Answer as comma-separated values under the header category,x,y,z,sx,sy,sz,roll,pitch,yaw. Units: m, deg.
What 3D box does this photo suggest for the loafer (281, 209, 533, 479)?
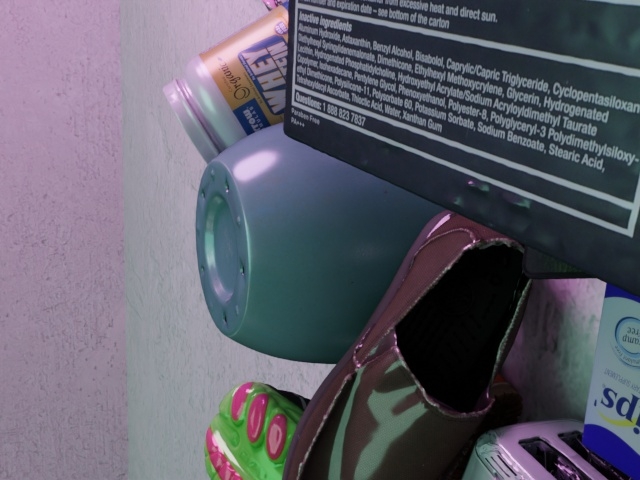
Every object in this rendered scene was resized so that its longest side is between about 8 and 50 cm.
category,x,y,z,sx,sy,sz,roll,pitch,yaw
loafer,0.067,0.133,0.615,0.130,0.133,0.366,136,158,-87

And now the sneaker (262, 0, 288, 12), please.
category,x,y,z,sx,sy,sz,roll,pitch,yaw
sneaker,-0.053,-0.353,1.088,0.047,0.057,0.119,51,-172,-23

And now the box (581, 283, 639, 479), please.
category,x,y,z,sx,sy,sz,roll,pitch,yaw
box,0.246,0.096,0.471,0.126,0.072,0.137,-148,57,-61

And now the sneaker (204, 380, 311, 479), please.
category,x,y,z,sx,sy,sz,roll,pitch,yaw
sneaker,0.075,0.315,0.789,0.483,0.202,0.185,43,109,35

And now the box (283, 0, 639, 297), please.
category,x,y,z,sx,sy,sz,roll,pitch,yaw
box,0.130,-0.173,0.387,0.296,0.182,0.294,32,128,48

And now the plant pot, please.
category,x,y,z,sx,sy,sz,roll,pitch,yaw
plant pot,0.000,0.000,0.796,0.293,0.235,0.293,175,90,-66

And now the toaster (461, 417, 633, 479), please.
category,x,y,z,sx,sy,sz,roll,pitch,yaw
toaster,0.190,0.239,0.553,0.227,0.129,0.147,-136,50,-58

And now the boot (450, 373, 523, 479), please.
category,x,y,z,sx,sy,sz,roll,pitch,yaw
boot,0.142,0.187,0.738,0.085,0.059,0.158,55,133,53

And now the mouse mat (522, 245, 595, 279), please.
category,x,y,z,sx,sy,sz,roll,pitch,yaw
mouse mat,0.209,-0.064,0.516,0.152,0.007,0.190,-9,62,65

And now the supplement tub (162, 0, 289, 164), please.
category,x,y,z,sx,sy,sz,roll,pitch,yaw
supplement tub,-0.069,-0.179,0.874,0.144,0.199,0.144,58,179,1
